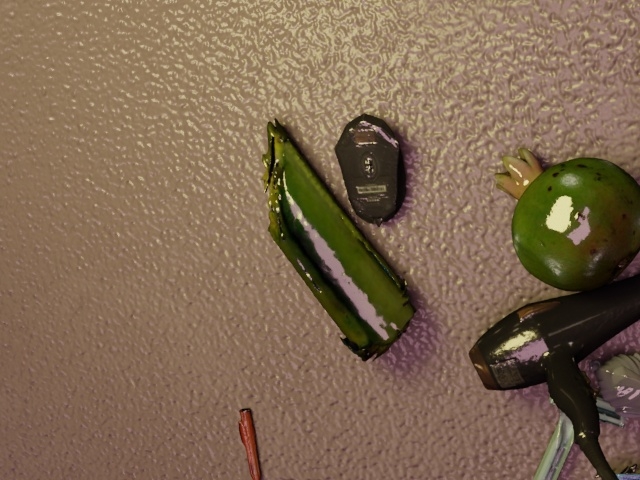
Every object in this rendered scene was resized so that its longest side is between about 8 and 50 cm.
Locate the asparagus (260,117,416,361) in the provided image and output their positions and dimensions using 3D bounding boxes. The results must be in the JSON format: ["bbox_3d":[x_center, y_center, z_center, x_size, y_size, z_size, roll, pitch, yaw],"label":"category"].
[{"bbox_3d":[0.000,0.000,1.381,0.128,0.108,0.382,-38,85,21],"label":"asparagus"}]

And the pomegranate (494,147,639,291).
[{"bbox_3d":[0.328,-0.039,1.244,0.225,0.187,0.187,45,112,35],"label":"pomegranate"}]

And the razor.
[{"bbox_3d":[0.341,0.340,1.365,0.111,0.056,0.278,18,112,-2],"label":"razor"}]

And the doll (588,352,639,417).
[{"bbox_3d":[0.458,0.212,1.291,0.180,0.079,0.094,22,77,3],"label":"doll"}]

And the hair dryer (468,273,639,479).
[{"bbox_3d":[0.359,0.181,1.184,0.303,0.359,0.120,-23,118,11],"label":"hair dryer"}]

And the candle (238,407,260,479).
[{"bbox_3d":[-0.113,0.360,1.526,0.026,0.021,0.167,-10,96,-1],"label":"candle"}]

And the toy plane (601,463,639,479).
[{"bbox_3d":[0.505,0.346,1.298,0.169,0.078,0.246,38,102,8],"label":"toy plane"}]

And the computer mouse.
[{"bbox_3d":[0.078,-0.107,1.364,0.099,0.057,0.172,-2,111,16],"label":"computer mouse"}]
